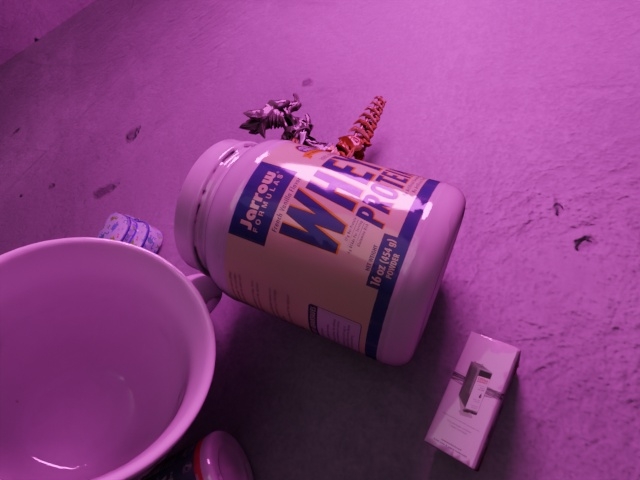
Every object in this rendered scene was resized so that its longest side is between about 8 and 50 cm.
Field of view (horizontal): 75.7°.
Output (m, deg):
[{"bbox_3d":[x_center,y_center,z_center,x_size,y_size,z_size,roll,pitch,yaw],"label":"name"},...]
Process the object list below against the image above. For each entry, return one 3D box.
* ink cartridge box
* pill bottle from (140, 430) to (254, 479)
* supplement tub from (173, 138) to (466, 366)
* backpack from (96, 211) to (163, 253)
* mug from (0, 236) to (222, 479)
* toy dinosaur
[{"bbox_3d":[0.180,0.188,0.481,0.056,0.099,0.135,20,70,32],"label":"ink cartridge box"},{"bbox_3d":[-0.189,0.345,0.544,0.180,0.108,0.108,-32,55,4],"label":"pill bottle"},{"bbox_3d":[0.000,0.000,0.552,0.325,0.235,0.235,19,71,18],"label":"supplement tub"},{"bbox_3d":[-0.392,0.001,0.841,0.114,0.084,0.104,15,71,26],"label":"backpack"},{"bbox_3d":[-0.286,0.175,0.570,0.276,0.328,0.374,44,46,6],"label":"mug"},{"bbox_3d":[-0.017,-0.139,0.752,0.322,0.164,0.218,-34,68,-20],"label":"toy dinosaur"}]
